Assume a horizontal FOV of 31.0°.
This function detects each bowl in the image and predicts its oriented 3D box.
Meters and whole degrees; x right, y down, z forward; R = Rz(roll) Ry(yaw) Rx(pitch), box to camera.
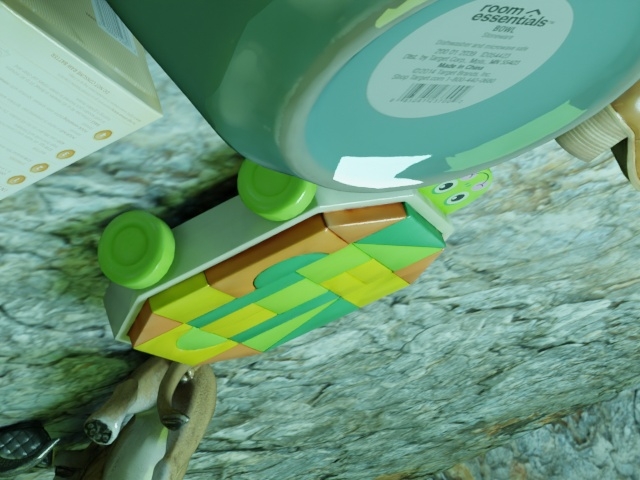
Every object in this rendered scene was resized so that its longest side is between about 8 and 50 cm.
[{"bbox_3d":[0.043,-0.132,0.502,0.311,0.163,0.311,-17,160,-7],"label":"bowl"}]

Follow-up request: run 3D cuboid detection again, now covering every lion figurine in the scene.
[{"bbox_3d":[-0.177,0.213,1.162,0.392,0.142,0.240,-49,-175,38],"label":"lion figurine"}]

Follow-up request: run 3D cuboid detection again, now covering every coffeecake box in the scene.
[{"bbox_3d":[-0.197,-0.071,0.569,0.185,0.068,0.142,-25,158,14],"label":"coffeecake box"}]

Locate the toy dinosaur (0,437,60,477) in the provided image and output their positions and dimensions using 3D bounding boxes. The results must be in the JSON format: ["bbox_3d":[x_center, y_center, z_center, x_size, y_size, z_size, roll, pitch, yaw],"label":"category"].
[{"bbox_3d":[-0.394,0.195,1.029,0.313,0.121,0.160,-21,171,-9],"label":"toy dinosaur"}]

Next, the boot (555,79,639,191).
[{"bbox_3d":[0.281,-0.109,0.889,0.152,0.073,0.197,-38,155,31],"label":"boot"}]

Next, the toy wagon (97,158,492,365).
[{"bbox_3d":[0.000,0.000,0.911,0.344,0.068,0.267,-25,158,15],"label":"toy wagon"}]

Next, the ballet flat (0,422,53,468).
[{"bbox_3d":[-0.361,0.229,1.181,0.173,0.049,0.057,-14,157,-15],"label":"ballet flat"}]
